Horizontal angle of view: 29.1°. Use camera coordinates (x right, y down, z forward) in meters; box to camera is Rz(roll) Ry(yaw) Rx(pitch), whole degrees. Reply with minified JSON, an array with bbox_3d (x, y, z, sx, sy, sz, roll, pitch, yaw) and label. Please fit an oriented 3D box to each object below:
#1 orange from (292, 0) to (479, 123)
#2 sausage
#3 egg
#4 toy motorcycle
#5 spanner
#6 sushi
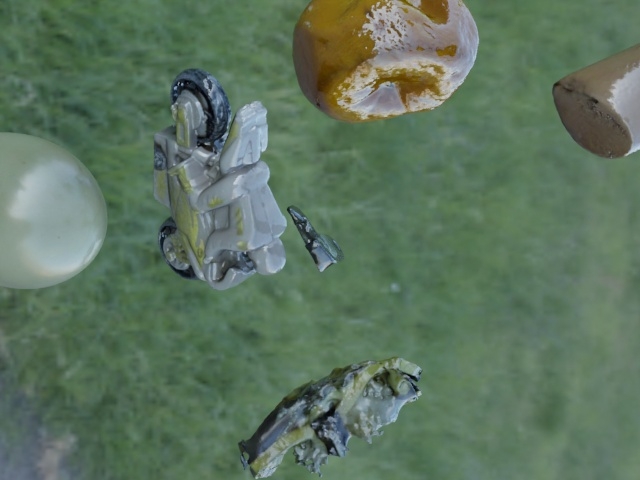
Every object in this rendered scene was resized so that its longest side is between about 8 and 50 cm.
[{"bbox_3d":[0.078,-0.263,1.644,0.249,0.248,0.183,50,26,-65],"label":"orange"},{"bbox_3d":[0.411,-0.186,1.514,0.123,0.252,0.123,47,-29,36],"label":"sausage"},{"bbox_3d":[-0.374,-0.039,1.493,0.186,0.241,0.186,-54,157,-36],"label":"egg"},{"bbox_3d":[-0.127,-0.051,1.588,0.107,0.223,0.341,-31,144,-37],"label":"toy motorcycle"},{"bbox_3d":[0.000,0.000,1.559,0.087,0.024,0.316,55,4,5],"label":"spanner"},{"bbox_3d":[0.020,0.258,1.817,0.131,0.291,0.139,56,4,10],"label":"sushi"}]
